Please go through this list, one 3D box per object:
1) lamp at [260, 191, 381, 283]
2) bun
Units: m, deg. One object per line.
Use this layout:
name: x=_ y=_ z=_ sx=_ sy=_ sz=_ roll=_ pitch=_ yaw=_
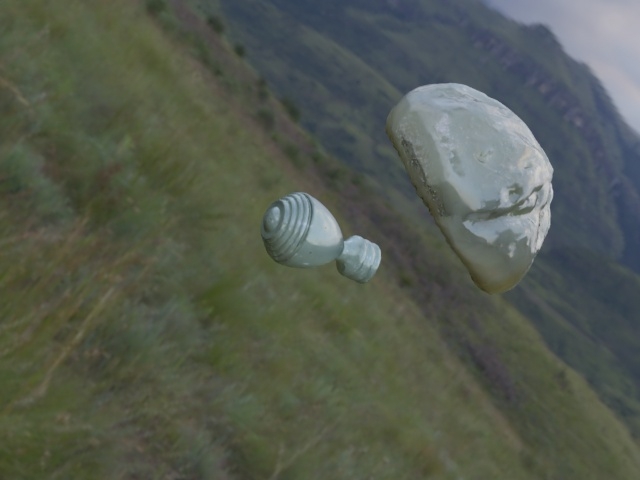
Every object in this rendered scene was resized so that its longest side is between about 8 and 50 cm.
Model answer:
lamp: x=0.000 y=0.000 z=1.538 sx=0.193 sy=0.106 sz=0.106 roll=23 pitch=13 yaw=-34
bun: x=0.132 y=-0.047 z=0.864 sx=0.183 sy=0.102 sz=0.183 roll=57 pitch=12 yaw=-19
